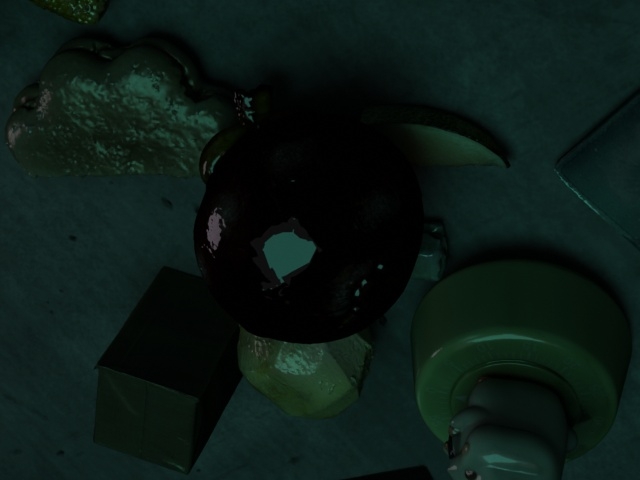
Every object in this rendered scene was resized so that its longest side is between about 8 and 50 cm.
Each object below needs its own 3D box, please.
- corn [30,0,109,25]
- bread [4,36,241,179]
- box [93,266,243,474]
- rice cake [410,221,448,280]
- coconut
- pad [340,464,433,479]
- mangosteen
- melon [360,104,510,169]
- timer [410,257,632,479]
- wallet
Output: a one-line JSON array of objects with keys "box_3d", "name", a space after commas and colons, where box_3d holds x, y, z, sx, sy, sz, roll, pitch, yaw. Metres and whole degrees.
[{"box_3d": [-0.403, -0.366, 1.837, 0.319, 0.097, 0.097, 30, 128, -4], "name": "corn"}, {"box_3d": [-0.252, -0.169, 1.914, 0.337, 0.102, 0.183, 1, 125, 16], "name": "bread"}, {"box_3d": [-0.202, 0.175, 2.054, 0.155, 0.231, 0.149, 16, 128, 9], "name": "box"}, {"box_3d": [0.000, 0.000, 1.968, 0.336, 0.063, 0.066, 6, 137, 14], "name": "rice cake"}, {"box_3d": [-0.024, 0.139, 2.005, 0.194, 0.194, 0.194, 9, 126, 13], "name": "coconut"}, {"box_3d": [0.100, 0.401, 2.252, 0.190, 0.004, 0.127, -14, 118, 28], "name": "pad"}, {"box_3d": [-0.025, -0.021, 1.782, 0.293, 0.297, 0.297, 24, 129, 15], "name": "mangosteen"}, {"box_3d": [0.140, -0.123, 1.844, 0.182, 0.054, 0.098, 0, 129, 20], "name": "melon"}, {"box_3d": [0.238, 0.227, 1.863, 0.290, 0.315, 0.291, 7, 131, 8], "name": "timer"}, {"box_3d": [0.458, -0.062, 1.773, 0.290, 0.054, 0.251, 39, 126, -8], "name": "wallet"}]
